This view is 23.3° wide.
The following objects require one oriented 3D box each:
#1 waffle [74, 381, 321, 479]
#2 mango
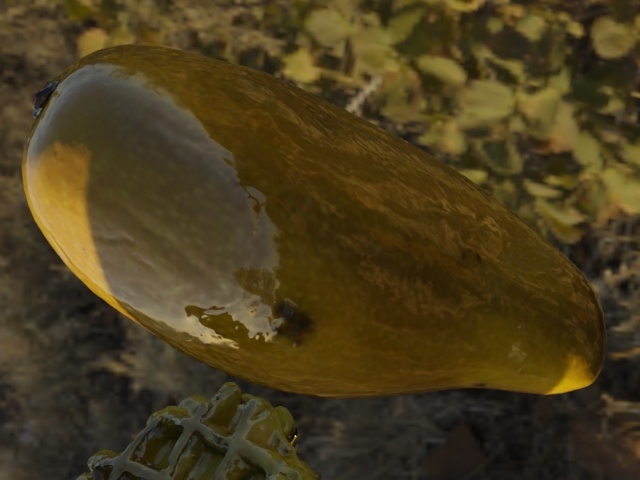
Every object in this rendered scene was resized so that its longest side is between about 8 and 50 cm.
[{"bbox_3d":[-0.150,0.323,1.482,0.380,0.095,0.382,-35,43,16],"label":"waffle"},{"bbox_3d":[-0.004,0.004,0.649,0.109,0.262,0.157,-57,21,16],"label":"mango"}]
